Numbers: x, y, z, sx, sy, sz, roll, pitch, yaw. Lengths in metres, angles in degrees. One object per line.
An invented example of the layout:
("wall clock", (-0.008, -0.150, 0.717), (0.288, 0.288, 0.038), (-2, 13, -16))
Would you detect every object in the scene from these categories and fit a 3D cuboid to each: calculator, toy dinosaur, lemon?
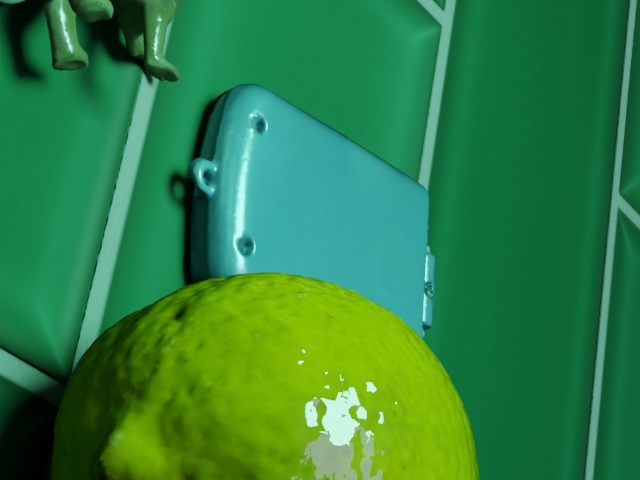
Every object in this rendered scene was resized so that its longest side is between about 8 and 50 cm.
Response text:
("calculator", (0.000, 0.000, 1.264), (0.293, 0.051, 0.173), (28, 61, -48))
("toy dinosaur", (-0.131, -0.186, 1.083), (0.294, 0.077, 0.162), (38, 47, -75))
("lemon", (-0.031, 0.140, 1.020), (0.267, 0.267, 0.267), (18, 67, -52))

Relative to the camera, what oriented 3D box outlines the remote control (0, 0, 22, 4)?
("remote control", (-0.222, -0.266, 1.022), (0.097, 0.045, 0.256), (-36, 114, -60))
